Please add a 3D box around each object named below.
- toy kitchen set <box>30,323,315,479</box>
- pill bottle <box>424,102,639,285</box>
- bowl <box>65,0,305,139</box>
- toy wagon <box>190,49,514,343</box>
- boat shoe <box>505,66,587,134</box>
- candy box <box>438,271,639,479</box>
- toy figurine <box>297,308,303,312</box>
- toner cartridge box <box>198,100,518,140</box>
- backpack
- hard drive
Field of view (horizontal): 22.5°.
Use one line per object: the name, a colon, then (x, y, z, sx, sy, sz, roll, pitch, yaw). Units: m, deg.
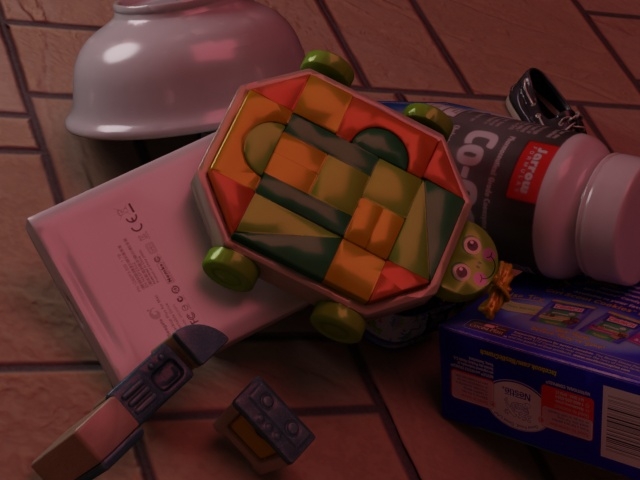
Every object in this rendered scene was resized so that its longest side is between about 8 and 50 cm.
toy kitchen set: (-0.120, 0.184, 1.458, 0.166, 0.122, 0.207, 48, 56, -3)
pill bottle: (0.220, -0.049, 1.744, 0.283, 0.161, 0.161, 15, 29, 32)
bowl: (-0.152, -0.215, 1.813, 0.298, 0.134, 0.298, -8, 18, 2)
toy wagon: (0.049, -0.031, 1.620, 0.344, 0.068, 0.267, 27, 66, -4)
boat shoe: (0.318, -0.153, 2.156, 0.075, 0.065, 0.206, -3, 44, -31)
candy box: (0.322, 0.115, 1.711, 0.268, 0.122, 0.317, 15, 29, 36)
toy figurine: (0.000, 0.000, 1.775, 0.159, 0.130, 0.173, -2, 51, -44)
toner cartridge box: (0.046, -0.123, 1.911, 0.348, 0.075, 0.165, -1, 13, -29)
backpack: (0.077, 0.069, 1.740, 0.114, 0.084, 0.105, -15, 50, -46)
hard drive: (-0.113, 0.004, 1.624, 0.308, 0.040, 0.203, -27, 79, -23)
